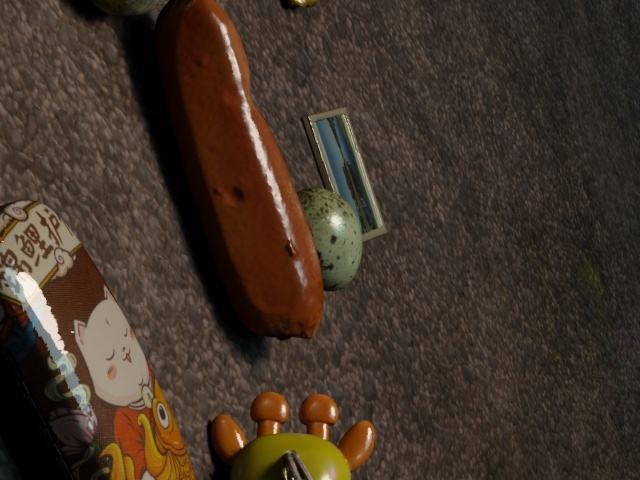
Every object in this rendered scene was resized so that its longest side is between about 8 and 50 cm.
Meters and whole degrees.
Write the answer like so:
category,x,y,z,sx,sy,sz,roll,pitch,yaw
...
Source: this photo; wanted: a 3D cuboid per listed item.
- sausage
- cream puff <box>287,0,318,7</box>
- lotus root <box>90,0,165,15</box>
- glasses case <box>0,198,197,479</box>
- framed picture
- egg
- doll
category,x,y,z,sx,sy,sz,roll,pitch,yaw
sausage,-0.080,-0.069,1.752,0.097,0.094,0.348,-158,-132,-82
cream puff,-0.023,-0.297,2.085,0.083,0.083,0.058,34,-1,-39
lotus root,-0.164,-0.249,1.710,0.088,0.088,0.165,66,29,-13
glasses case,-0.175,0.121,1.432,0.321,0.082,0.122,65,27,-15
framed picture,0.027,-0.070,2.085,0.109,0.011,0.149,-23,95,-66
egg,0.000,0.000,1.888,0.085,0.085,0.110,-74,144,-51
doll,-0.029,0.229,1.632,0.135,0.143,0.220,88,6,-60
